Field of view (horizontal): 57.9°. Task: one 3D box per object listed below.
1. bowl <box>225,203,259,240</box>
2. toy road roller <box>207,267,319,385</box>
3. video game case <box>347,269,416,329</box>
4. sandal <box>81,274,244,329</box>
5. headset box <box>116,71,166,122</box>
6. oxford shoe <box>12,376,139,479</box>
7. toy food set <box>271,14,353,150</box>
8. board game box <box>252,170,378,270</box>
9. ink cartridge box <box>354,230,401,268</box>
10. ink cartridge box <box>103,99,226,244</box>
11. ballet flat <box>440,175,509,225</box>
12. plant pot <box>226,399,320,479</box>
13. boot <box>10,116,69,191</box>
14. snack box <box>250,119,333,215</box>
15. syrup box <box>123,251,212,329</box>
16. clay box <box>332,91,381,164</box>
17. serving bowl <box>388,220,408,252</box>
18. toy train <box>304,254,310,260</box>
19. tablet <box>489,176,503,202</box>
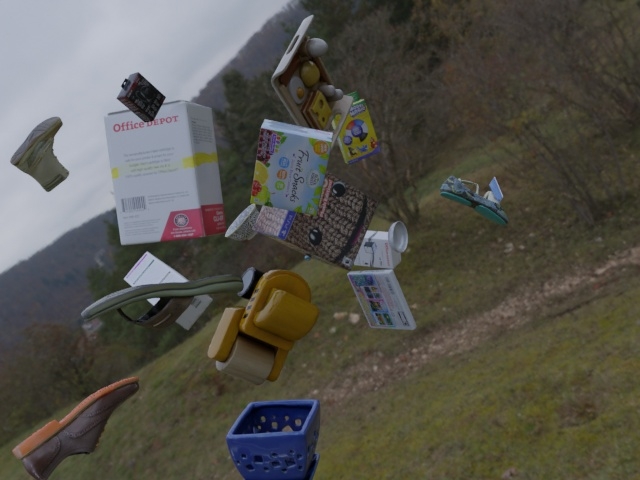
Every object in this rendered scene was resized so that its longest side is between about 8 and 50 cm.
[{"bbox_3d":[-0.283,-0.055,2.241,0.170,0.080,0.170,-43,18,18],"label":"bowl"},{"bbox_3d":[-0.142,0.239,1.603,0.241,0.203,0.329,1,65,62],"label":"toy road roller"},{"bbox_3d":[0.145,0.142,1.382,0.019,0.157,0.143,-36,18,-36],"label":"video game case"},{"bbox_3d":[-0.285,0.121,1.085,0.303,0.086,0.120,-6,-2,-25],"label":"sandal"},{"bbox_3d":[-0.353,-0.282,1.133,0.032,0.083,0.062,0,61,39],"label":"headset box"},{"bbox_3d":[-0.644,0.514,1.604,0.364,0.132,0.130,-34,-3,-37],"label":"oxford shoe"},{"bbox_3d":[-0.005,-0.424,1.593,0.092,0.306,0.219,3,58,32],"label":"toy food set"},{"bbox_3d":[-0.010,-0.075,1.694,0.141,0.291,0.232,14,81,53],"label":"board game box"},{"bbox_3d":[0.234,0.037,2.458,0.191,0.139,0.082,5,25,34],"label":"ink cartridge box"},{"bbox_3d":[-0.450,-0.193,1.699,0.279,0.384,0.160,-5,5,18],"label":"ink cartridge box"},{"bbox_3d":[0.392,-0.105,1.437,0.070,0.188,0.070,-63,2,4],"label":"ballet flat"},{"bbox_3d":[-0.122,0.616,1.707,0.236,0.212,0.236,-5,7,11],"label":"plant pot"},{"bbox_3d":[-0.883,-0.283,1.897,0.077,0.165,0.213,15,64,36],"label":"boot"},{"bbox_3d":[-0.072,-0.179,1.435,0.070,0.175,0.207,-83,5,-58],"label":"snack box"},{"bbox_3d":[-0.373,0.117,1.404,0.237,0.093,0.096,25,73,48],"label":"syrup box"},{"bbox_3d":[0.114,-0.391,2.008,0.128,0.222,0.053,-24,20,-7],"label":"clay box"},{"bbox_3d":[0.201,-0.008,1.538,0.027,0.083,0.083,-5,32,36],"label":"serving bowl"},{"bbox_3d":[0.000,0.000,1.859,0.046,0.125,0.166,-34,37,42],"label":"toy train"},{"bbox_3d":[0.598,-0.168,1.969,0.006,0.083,0.054,-9,-26,-9],"label":"tablet"}]
